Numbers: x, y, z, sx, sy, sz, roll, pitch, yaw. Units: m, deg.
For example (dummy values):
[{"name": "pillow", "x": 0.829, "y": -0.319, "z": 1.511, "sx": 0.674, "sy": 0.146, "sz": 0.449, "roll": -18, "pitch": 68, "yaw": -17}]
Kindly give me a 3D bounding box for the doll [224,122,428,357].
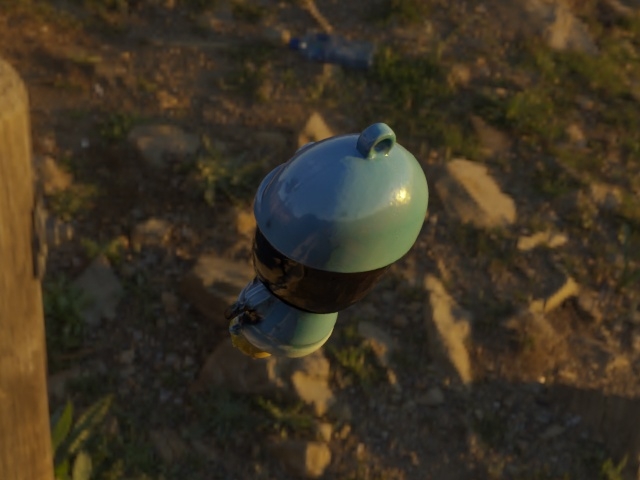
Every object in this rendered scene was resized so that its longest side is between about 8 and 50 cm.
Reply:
[{"name": "doll", "x": 0.000, "y": 0.000, "z": 1.192, "sx": 0.177, "sy": 0.314, "sz": 0.141, "roll": -13, "pitch": 58, "yaw": -37}]
